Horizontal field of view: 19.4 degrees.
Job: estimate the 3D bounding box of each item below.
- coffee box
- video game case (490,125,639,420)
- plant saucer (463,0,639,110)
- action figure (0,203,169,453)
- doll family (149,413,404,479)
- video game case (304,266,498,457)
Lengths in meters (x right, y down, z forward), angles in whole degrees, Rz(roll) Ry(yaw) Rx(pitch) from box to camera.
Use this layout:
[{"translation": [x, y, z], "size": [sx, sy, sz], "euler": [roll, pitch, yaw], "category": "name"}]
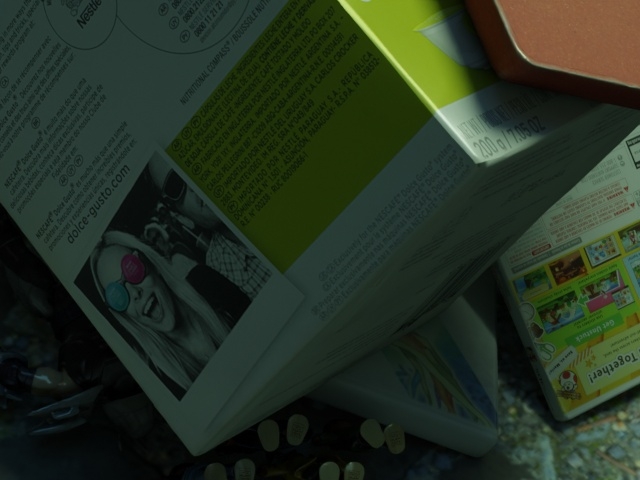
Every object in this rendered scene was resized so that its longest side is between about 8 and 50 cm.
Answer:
[{"translation": [-0.003, -0.118, 1.337], "size": [0.334, 0.338, 0.338], "euler": [51, 38, 11], "category": "coffee box"}, {"translation": [0.252, 0.013, 1.571], "size": [0.227, 0.026, 0.206], "euler": [-24, 93, -22], "category": "video game case"}, {"translation": [0.171, -0.180, 1.232], "size": [0.258, 0.048, 0.259], "euler": [8, 49, -36], "category": "plant saucer"}, {"translation": [-0.198, 0.042, 1.465], "size": [0.185, 0.099, 0.285], "euler": [-21, 74, -35], "category": "action figure"}, {"translation": [-0.034, 0.164, 1.402], "size": [0.193, 0.111, 0.076], "euler": [8, 84, -23], "category": "doll family"}, {"translation": [0.000, 0.000, 1.532], "size": [0.329, 0.036, 0.300], "euler": [22, 46, -20], "category": "video game case"}]
